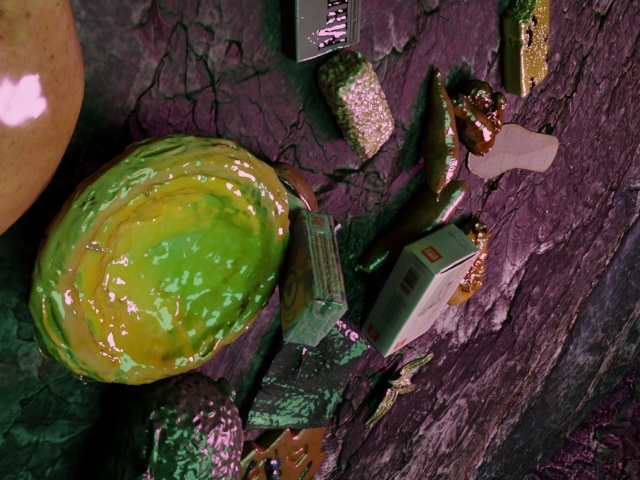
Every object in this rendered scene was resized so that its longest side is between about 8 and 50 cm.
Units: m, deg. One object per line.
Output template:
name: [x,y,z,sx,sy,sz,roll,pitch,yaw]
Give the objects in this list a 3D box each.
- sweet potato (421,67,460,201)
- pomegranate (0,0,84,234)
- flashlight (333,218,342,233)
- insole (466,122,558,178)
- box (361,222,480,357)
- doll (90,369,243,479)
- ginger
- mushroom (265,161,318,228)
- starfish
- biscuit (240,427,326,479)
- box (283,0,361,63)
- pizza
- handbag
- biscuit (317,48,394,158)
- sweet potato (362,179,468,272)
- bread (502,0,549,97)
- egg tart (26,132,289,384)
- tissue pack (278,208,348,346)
sweet potato: [0.206,-0.182,1.110,0.068,0.068,0.226,-20,116,-37]
pomegranate: [-0.319,-0.119,0.436,0.322,0.322,0.322,-26,133,-32]
flashlight: [0.000,0.000,1.055,0.083,0.018,0.018,-45,141,-12]
insole: [0.411,-0.185,1.358,0.348,0.009,0.119,-5,119,-44]
box: [0.180,0.097,1.205,0.135,0.079,0.269,-23,150,-35]
doll: [-0.214,0.341,0.930,0.247,0.247,0.350,-10,117,-42]
ginger: [0.285,-0.225,1.146,0.103,0.073,0.162,-52,141,-5]
mushroom: [-0.042,-0.048,0.923,0.072,0.094,0.210,-10,137,5]
starfish: [0.171,0.328,1.446,0.223,0.050,0.217,-45,148,6]
biscuit: [-0.104,0.459,1.258,0.301,0.043,0.278,1,115,-47]
box: [0.003,-0.324,0.811,0.115,0.036,0.178,-26,133,-32]
pizza: [0.304,0.044,1.347,0.197,0.058,0.292,-64,153,-9]
handbag: [-0.028,0.230,1.153,0.175,0.088,0.271,19,102,-42]
biscuit: [0.052,-0.192,0.931,0.082,0.070,0.168,-43,142,-5]
sweet potato: [0.171,-0.024,1.181,0.243,0.077,0.077,-45,141,-3]
bread: [0.363,-0.369,1.143,0.088,0.049,0.226,-40,138,-19]
egg tart: [-0.191,0.020,0.778,0.345,0.132,0.346,-27,134,-32]
tissue pack: [-0.017,0.050,0.861,0.060,0.148,0.109,10,140,-24]
